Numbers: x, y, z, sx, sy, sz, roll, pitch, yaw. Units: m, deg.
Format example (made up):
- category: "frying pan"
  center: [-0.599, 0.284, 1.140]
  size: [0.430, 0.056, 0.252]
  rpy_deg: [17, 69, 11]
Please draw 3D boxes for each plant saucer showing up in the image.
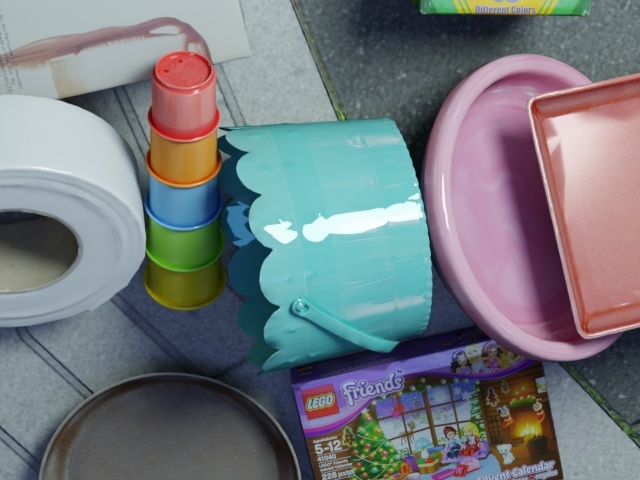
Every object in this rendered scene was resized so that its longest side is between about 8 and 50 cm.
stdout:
- category: "plant saucer"
  center: [0.359, -0.048, 1.663]
  size: [0.258, 0.048, 0.259]
  rpy_deg: [-13, 88, -9]
- category: "plant saucer"
  center: [-0.178, 0.292, 1.875]
  size: [0.310, 0.050, 0.311]
  rpy_deg: [-1, 109, -4]
- category: "plant saucer"
  center: [0.224, -0.032, 1.697]
  size: [0.332, 0.084, 0.332]
  rpy_deg: [9, 75, -37]

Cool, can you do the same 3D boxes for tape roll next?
- category: "tape roll"
  center: [-0.327, -0.024, 1.657]
  size: [0.286, 0.100, 0.286]
  rpy_deg: [-8, 144, -6]

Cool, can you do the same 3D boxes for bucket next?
- category: "bucket"
  center: [0.000, 0.000, 1.676]
  size: [0.183, 0.281, 0.281]
  rpy_deg: [-8, 109, -9]

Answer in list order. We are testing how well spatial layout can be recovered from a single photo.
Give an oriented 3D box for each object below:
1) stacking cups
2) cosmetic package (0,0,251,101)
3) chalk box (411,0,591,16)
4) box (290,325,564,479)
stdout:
- category: "stacking cups"
  center: [-0.138, -0.058, 1.659]
  size: [0.096, 0.096, 0.316]
  rpy_deg: [3, 139, -5]
- category: "cosmetic package"
  center: [-0.229, -0.235, 1.642]
  size: [0.296, 0.153, 0.129]
  rpy_deg: [-12, 110, 2]
- category: "chalk box"
  center: [0.181, -0.385, 1.601]
  size: [0.180, 0.179, 0.289]
  rpy_deg: [-1, 109, -4]
- category: "box"
  center: [0.127, 0.218, 1.865]
  size: [0.293, 0.057, 0.201]
  rpy_deg: [-13, 108, 1]
